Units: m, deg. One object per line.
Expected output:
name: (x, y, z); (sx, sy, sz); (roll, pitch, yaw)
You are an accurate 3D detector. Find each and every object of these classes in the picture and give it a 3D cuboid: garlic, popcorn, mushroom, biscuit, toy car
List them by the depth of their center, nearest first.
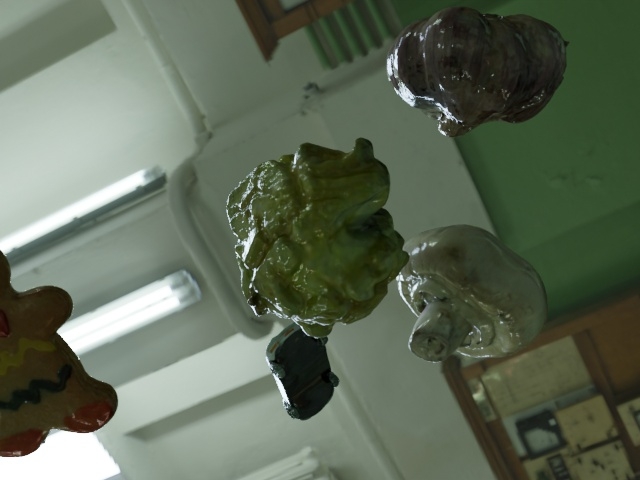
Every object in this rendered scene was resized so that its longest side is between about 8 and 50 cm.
popcorn: (0.001, -0.001, 0.757); (0.185, 0.167, 0.187); (8, -115, -83)
biscuit: (-0.327, 0.109, 0.779); (0.036, 0.166, 0.250); (-107, -5, -76)
garlic: (0.201, -0.216, 1.005); (0.245, 0.245, 0.160); (11, -92, -76)
toy car: (-0.029, 0.201, 1.155); (0.056, 0.095, 0.204); (37, 154, 36)
mushroom: (0.229, 0.107, 1.243); (0.260, 0.234, 0.254); (13, 140, 47)
